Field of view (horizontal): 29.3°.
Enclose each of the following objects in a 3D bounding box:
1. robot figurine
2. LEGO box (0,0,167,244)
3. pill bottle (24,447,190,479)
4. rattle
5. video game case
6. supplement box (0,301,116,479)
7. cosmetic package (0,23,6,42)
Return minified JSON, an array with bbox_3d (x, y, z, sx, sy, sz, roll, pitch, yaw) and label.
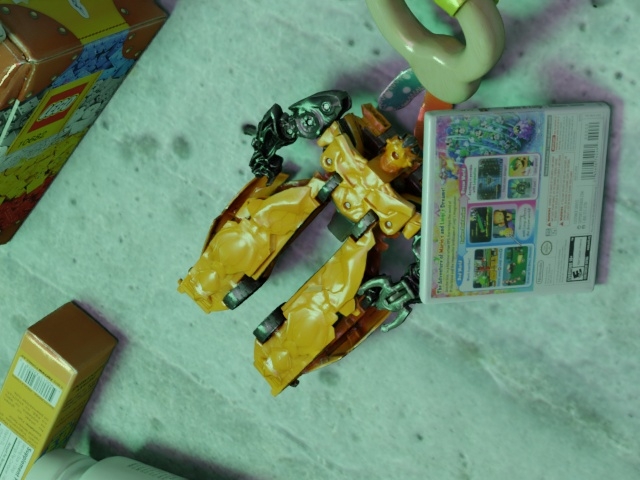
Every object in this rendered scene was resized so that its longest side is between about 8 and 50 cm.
[{"bbox_3d":[0.000,0.000,1.067,0.211,0.085,0.291,47,127,5],"label":"robot figurine"},{"bbox_3d":[-0.451,-0.249,1.165,0.500,0.193,0.372,48,126,4],"label":"LEGO box"},{"bbox_3d":[-0.200,0.300,1.288,0.229,0.131,0.131,14,117,26],"label":"pill bottle"},{"bbox_3d":[0.111,-0.181,0.960,0.130,0.143,0.200,14,151,23],"label":"rattle"},{"bbox_3d":[0.150,-0.028,0.954,0.143,0.019,0.157,-4,113,-8],"label":"video game case"},{"bbox_3d":[-0.305,0.180,1.336,0.080,0.078,0.233,38,126,9],"label":"supplement box"},{"bbox_3d":[-0.417,-0.149,0.998,0.309,0.113,0.160,-26,96,37],"label":"cosmetic package"}]
